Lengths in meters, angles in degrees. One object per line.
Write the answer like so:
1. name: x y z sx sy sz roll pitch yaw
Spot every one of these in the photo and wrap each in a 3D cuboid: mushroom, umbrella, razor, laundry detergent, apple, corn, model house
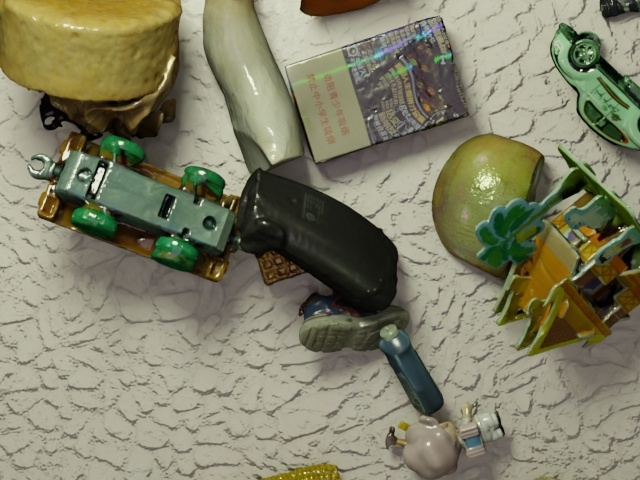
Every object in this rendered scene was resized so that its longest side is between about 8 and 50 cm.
1. mushroom: -0.137 -0.324 1.665 0.126 0.177 0.396 -20 91 -13
2. umbrella: 0.620 -0.452 1.687 0.188 0.050 0.046 -8 116 3
3. razor: 0.001 -0.003 1.641 0.327 0.189 0.107 29 129 -23
4. laundry detergent: 0.164 0.236 1.707 0.061 0.096 0.206 -31 117 -1
5. apple: 0.306 -0.074 1.699 0.193 0.120 0.264 17 93 10
6. corn: -0.101 0.518 1.768 0.305 0.106 0.106 -19 94 3
7. model house: 0.431 0.059 1.582 0.313 0.242 0.358 -42 131 8

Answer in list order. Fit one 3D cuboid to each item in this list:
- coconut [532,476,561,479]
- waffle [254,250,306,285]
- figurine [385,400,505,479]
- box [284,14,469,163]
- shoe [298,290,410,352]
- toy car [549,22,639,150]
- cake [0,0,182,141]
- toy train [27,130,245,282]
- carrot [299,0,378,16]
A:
1. coconut: 0.446 0.555 1.706 0.224 0.224 0.224 0 95 2
2. waffle: -0.055 0.019 1.753 0.148 0.042 0.102 -19 92 3
3. figurine: 0.244 0.393 1.741 0.229 0.112 0.137 -18 116 2
4. box: 0.105 -0.282 1.701 0.310 0.084 0.198 -17 94 3
5. shoe: 0.056 0.144 1.746 0.228 0.125 0.099 -3 133 -21
6. toy car: 0.530 -0.270 1.668 0.306 0.136 0.125 41 116 -1
7. cake: -0.412 -0.306 1.613 0.333 0.332 0.321 11 126 1
8. toy train: -0.329 -0.052 1.662 0.429 0.249 0.178 22 75 -13
9. carrot: 0.069 -0.580 1.618 0.214 0.193 0.331 4 91 39
